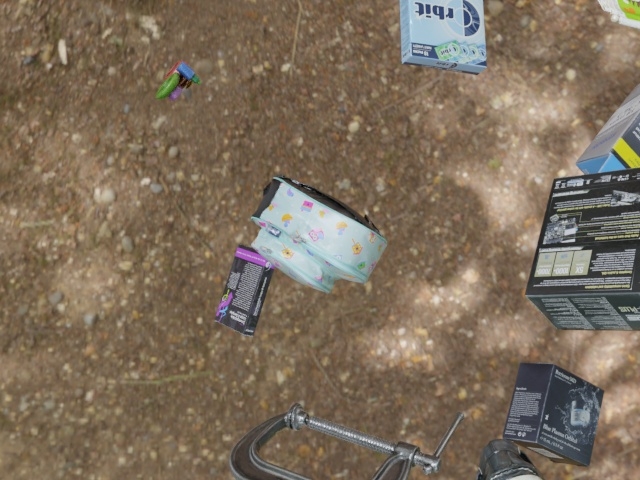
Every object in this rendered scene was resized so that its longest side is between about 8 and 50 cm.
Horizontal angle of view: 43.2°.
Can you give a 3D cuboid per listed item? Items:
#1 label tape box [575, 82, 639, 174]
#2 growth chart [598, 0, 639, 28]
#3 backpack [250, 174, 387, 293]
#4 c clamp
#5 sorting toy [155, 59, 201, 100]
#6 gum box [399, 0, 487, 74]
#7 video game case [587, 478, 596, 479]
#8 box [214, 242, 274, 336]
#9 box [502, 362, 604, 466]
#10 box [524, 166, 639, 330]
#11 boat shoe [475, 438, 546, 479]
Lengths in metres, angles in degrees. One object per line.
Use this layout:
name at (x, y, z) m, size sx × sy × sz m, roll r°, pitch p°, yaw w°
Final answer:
label tape box at (0.489, -0.073, 1.132) m, size 0.240 × 0.334 × 0.106 m, roll 47°, pitch 149°, yaw -4°
growth chart at (0.636, -0.515, 1.696) m, size 0.172 × 0.237 × 0.021 m, roll 1°, pitch 143°, yaw -20°
backpack at (0.000, 0.000, 1.232) m, size 0.144 × 0.188 × 0.166 m, roll -66°, pitch 157°, yaw -7°
c clamp at (0.016, 0.165, 0.633) m, size 0.161 × 0.137 × 0.022 m, roll 9°, pitch 121°, yaw 24°
sorting toy at (-0.218, -0.246, 1.266) m, size 0.042 × 0.102 × 0.061 m, roll 40°, pitch 122°, yaw -23°
gum box at (0.225, -0.406, 1.489) m, size 0.157 × 0.184 × 0.041 m, roll 4°, pitch 167°, yaw -20°
video game case at (0.428, 0.381, 0.880) m, size 0.274 × 0.196 × 0.026 m, roll 17°, pitch 129°, yaw -6°
box at (-0.144, 0.094, 1.555) m, size 0.029 × 0.116 × 0.162 m, roll 20°, pitch 87°, yaw -36°
box at (0.455, 0.338, 1.575) m, size 0.156 × 0.158 × 0.093 m, roll 28°, pitch 159°, yaw -26°
box at (0.311, 0.007, 0.789) m, size 0.180 × 0.147 × 0.077 m, roll -6°, pitch 144°, yaw 43°
boat shoe at (0.300, 0.414, 1.238) m, size 0.127 × 0.113 × 0.340 m, roll -26°, pitch 134°, yaw 5°
